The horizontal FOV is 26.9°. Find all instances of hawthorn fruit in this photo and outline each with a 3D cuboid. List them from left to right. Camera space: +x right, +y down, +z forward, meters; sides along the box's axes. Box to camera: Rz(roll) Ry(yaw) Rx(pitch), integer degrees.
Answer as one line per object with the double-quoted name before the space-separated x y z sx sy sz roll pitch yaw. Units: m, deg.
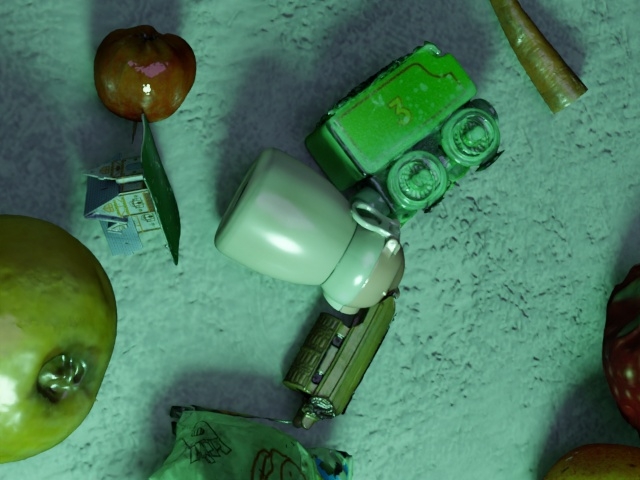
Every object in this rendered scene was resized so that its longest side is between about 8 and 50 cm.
"hawthorn fruit" -0.213 -0.195 1.617 0.125 0.125 0.140 10 81 -23

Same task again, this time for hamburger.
"hamburger" -0.090 0.321 1.590 0.261 0.150 0.276 32 55 -8

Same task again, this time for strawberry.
"strawberry" 0.525 0.211 1.840 0.295 0.317 0.345 -16 116 -28

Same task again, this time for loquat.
"loquat" -0.364 0.098 1.463 0.275 0.275 0.274 1 86 -23

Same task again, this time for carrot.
"carrot" 0.295 -0.279 1.883 0.061 0.061 0.209 -38 97 -21

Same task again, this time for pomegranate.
"pomegranate" 0.384 0.380 1.775 0.257 0.221 0.221 -31 102 -66

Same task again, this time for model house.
"model house" -0.231 -0.051 1.603 0.088 0.117 0.167 -11 134 4

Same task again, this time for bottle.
"bottle" 0.000 0.000 1.664 0.236 0.147 0.147 29 76 -9

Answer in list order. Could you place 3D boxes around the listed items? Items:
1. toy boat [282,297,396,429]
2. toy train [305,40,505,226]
"toy boat" 0.023 0.141 1.728 0.088 0.068 0.226 32 75 -10
"toy train" 0.114 -0.134 1.755 0.243 0.132 0.188 -37 93 -21
